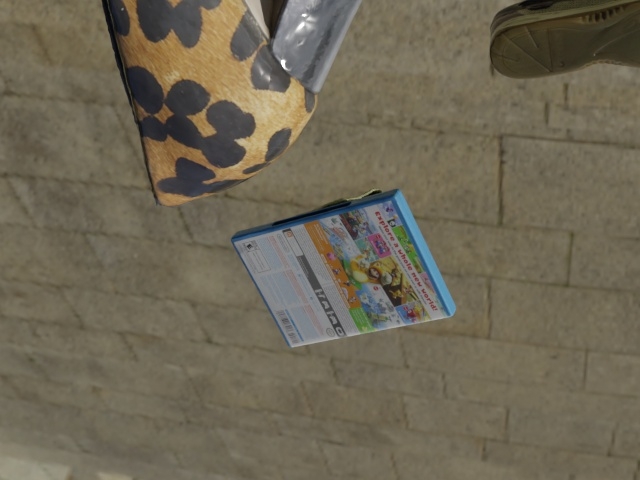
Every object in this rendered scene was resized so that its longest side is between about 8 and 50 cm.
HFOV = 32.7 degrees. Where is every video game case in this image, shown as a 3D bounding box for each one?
[{"bbox_3d":[0.017,0.027,0.921,0.166,0.015,0.119,-14,114,32],"label":"video game case"}]

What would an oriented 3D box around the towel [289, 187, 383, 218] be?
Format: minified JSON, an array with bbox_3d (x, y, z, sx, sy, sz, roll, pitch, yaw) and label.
[{"bbox_3d":[0.000,0.000,1.034,0.110,0.027,0.148,-17,159,-22],"label":"towel"}]

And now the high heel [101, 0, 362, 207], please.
[{"bbox_3d":[-0.101,-0.114,0.332,0.261,0.093,0.186,21,119,-19],"label":"high heel"}]

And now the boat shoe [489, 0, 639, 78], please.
[{"bbox_3d":[0.261,-0.199,0.976,0.223,0.073,0.080,-7,138,8],"label":"boat shoe"}]
